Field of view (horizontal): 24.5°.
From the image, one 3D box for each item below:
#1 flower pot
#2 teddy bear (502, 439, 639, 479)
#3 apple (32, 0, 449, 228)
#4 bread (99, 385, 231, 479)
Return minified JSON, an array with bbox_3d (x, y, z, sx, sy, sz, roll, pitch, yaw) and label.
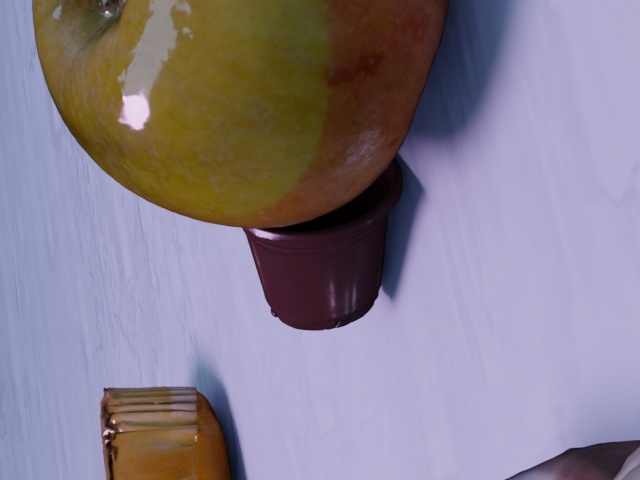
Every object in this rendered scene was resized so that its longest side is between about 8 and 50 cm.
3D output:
[{"bbox_3d":[0.000,0.000,0.898,0.111,0.111,0.089,-123,20,-52],"label":"flower pot"},{"bbox_3d":[0.127,0.065,0.266,0.362,0.327,0.375,55,177,43],"label":"teddy bear"},{"bbox_3d":[-0.044,-0.134,0.807,0.261,0.194,0.260,-12,75,51],"label":"apple"},{"bbox_3d":[-0.129,0.217,1.247,0.132,0.114,0.190,106,162,-63],"label":"bread"}]
